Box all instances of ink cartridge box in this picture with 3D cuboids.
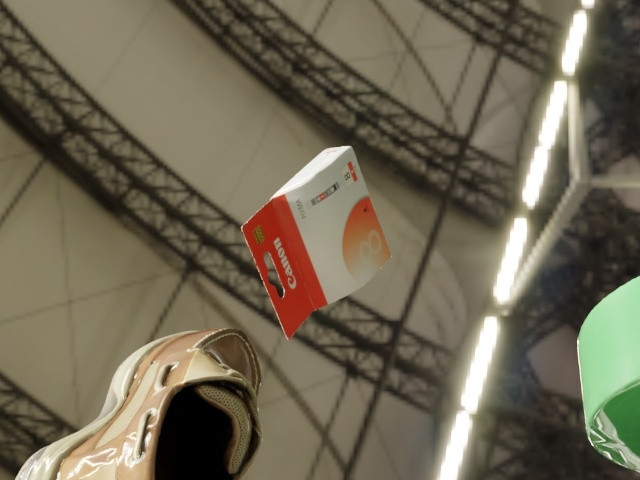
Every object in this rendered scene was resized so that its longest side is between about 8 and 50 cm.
[{"bbox_3d":[0.000,0.000,1.428,0.179,0.045,0.145,-47,-56,-47],"label":"ink cartridge box"}]

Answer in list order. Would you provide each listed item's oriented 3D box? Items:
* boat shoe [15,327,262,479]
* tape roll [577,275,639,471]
[{"bbox_3d":[-0.094,0.144,0.950,0.123,0.116,0.324,65,-158,-13],"label":"boat shoe"},{"bbox_3d":[0.355,0.096,0.978,0.321,0.321,0.077,52,-147,-55],"label":"tape roll"}]
